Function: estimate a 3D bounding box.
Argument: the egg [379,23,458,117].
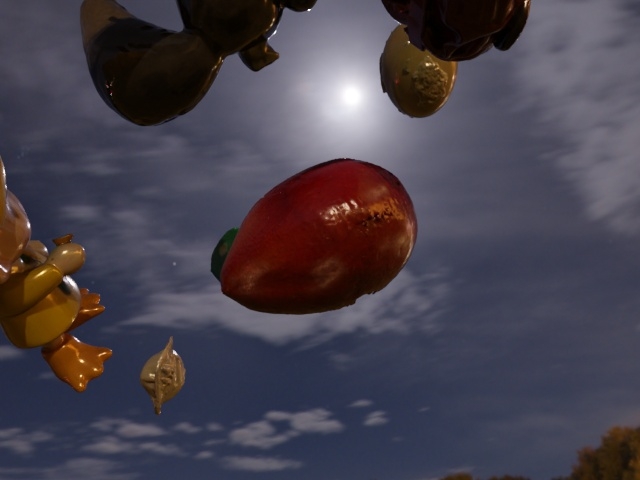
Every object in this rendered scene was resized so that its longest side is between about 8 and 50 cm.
[{"bbox_3d":[0.204,-0.352,1.293,0.164,0.202,0.164,-1,9,0],"label":"egg"}]

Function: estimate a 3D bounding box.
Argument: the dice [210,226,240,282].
[{"bbox_3d":[-0.171,0.050,1.480,0.128,0.120,0.131,20,-77,-45],"label":"dice"}]

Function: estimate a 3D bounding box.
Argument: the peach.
[{"bbox_3d":[0.002,-0.006,0.793,0.267,0.159,0.154,-17,-52,-22],"label":"peach"}]

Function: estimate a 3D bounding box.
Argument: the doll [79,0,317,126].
[{"bbox_3d":[-0.225,-0.400,0.900,0.378,0.382,0.252,-36,-19,-2],"label":"doll"}]

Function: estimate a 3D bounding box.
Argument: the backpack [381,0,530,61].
[{"bbox_3d":[0.138,-0.311,0.665,0.138,0.229,0.229,-17,-27,-11],"label":"backpack"}]

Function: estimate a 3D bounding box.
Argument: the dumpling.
[{"bbox_3d":[-0.176,0.154,0.717,0.052,0.076,0.057,46,-16,-20],"label":"dumpling"}]

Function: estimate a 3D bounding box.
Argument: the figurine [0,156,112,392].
[{"bbox_3d":[-0.344,0.013,0.643,0.187,0.215,0.344,-42,-47,-15],"label":"figurine"}]
